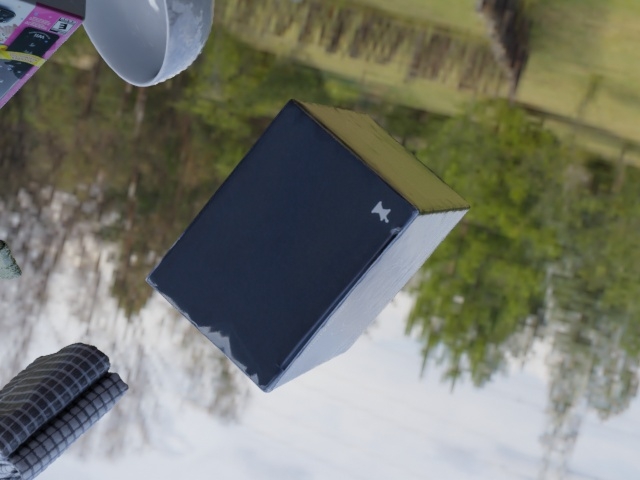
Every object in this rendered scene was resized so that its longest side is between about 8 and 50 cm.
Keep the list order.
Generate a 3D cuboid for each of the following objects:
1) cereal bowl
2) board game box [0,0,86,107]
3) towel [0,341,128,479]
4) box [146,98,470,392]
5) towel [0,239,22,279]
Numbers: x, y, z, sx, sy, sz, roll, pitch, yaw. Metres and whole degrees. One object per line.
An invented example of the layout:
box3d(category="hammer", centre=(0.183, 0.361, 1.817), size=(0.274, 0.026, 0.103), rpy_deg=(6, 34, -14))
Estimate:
box3d(category="cereal bowl", centre=(-0.264, -0.416, 2.077), size=(0.141, 0.339, 0.339), rpy_deg=(-24, -158, -28))
box3d(category="board game box", centre=(-0.500, -0.304, 1.909), size=(0.224, 0.097, 0.303), rpy_deg=(14, 151, -34))
box3d(category="towel", centre=(-0.466, 0.275, 2.154), size=(0.121, 0.235, 0.284), rpy_deg=(55, 148, -14))
box3d(category="box", centre=(0.000, 0.000, 1.767), size=(0.212, 0.293, 0.395), rpy_deg=(42, -169, 9))
box3d(category="towel", centre=(-0.592, 0.032, 2.306), size=(0.148, 0.027, 0.110), rpy_deg=(1, 146, 9))
